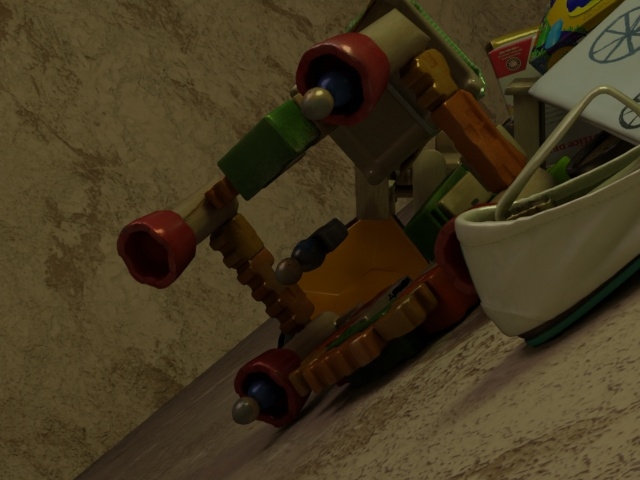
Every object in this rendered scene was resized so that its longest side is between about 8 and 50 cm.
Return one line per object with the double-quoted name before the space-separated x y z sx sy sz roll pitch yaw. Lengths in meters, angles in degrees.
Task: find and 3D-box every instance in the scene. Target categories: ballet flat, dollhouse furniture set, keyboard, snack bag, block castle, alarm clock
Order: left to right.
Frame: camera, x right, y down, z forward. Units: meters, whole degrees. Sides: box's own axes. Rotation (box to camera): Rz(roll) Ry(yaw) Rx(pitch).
"keyboard" -0.051 0.171 1.835 0.180 0.023 0.108 110 171 -74
"block castle" 0.000 0.000 1.383 0.453 0.303 0.213 -38 3 44
"dollhouse furniture set" 0.141 -0.137 1.461 0.197 0.301 0.151 -41 1 37
"dollhouse furniture set" 0.172 -0.126 1.711 0.242 0.161 0.212 0 13 14
"alarm clock" 0.324 -0.099 1.275 0.192 0.064 0.129 -42 4 6
"ballet flat" 0.264 -0.078 0.931 0.400 0.139 0.139 -37 2 16
"snack bag" 0.387 -0.202 1.200 0.323 0.037 0.342 -42 25 -1

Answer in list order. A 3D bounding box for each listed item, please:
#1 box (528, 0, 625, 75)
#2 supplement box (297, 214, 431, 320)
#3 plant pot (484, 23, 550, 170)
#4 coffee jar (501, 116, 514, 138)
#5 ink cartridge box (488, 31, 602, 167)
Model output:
"box" 0.442 -0.323 1.599 0.290 0.177 0.279 -35 24 47
"supplement box" 0.052 0.049 1.868 0.191 0.129 0.194 -37 2 4
"plant pot" 0.375 -0.235 1.922 0.187 0.212 0.212 -25 3 7
"coffee jar" 0.374 -0.192 2.295 0.079 0.096 0.184 -40 0 24
"ink cartridge box" 0.321 -0.198 1.765 0.127 0.175 0.072 -16 10 26
